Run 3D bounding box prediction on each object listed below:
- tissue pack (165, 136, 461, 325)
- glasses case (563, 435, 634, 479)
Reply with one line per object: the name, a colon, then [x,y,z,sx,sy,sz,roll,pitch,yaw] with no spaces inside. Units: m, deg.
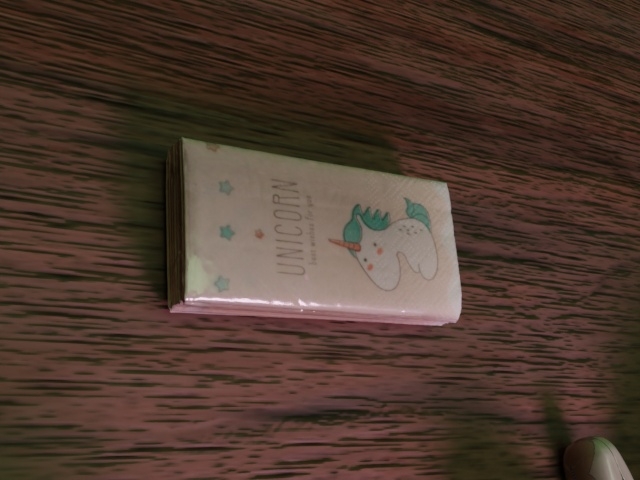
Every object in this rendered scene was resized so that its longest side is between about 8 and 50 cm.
tissue pack: [0.000,0.000,0.803,0.326,0.071,0.170,6,70,-30]
glasses case: [0.337,0.326,0.875,0.051,0.081,0.204,-6,67,-30]
